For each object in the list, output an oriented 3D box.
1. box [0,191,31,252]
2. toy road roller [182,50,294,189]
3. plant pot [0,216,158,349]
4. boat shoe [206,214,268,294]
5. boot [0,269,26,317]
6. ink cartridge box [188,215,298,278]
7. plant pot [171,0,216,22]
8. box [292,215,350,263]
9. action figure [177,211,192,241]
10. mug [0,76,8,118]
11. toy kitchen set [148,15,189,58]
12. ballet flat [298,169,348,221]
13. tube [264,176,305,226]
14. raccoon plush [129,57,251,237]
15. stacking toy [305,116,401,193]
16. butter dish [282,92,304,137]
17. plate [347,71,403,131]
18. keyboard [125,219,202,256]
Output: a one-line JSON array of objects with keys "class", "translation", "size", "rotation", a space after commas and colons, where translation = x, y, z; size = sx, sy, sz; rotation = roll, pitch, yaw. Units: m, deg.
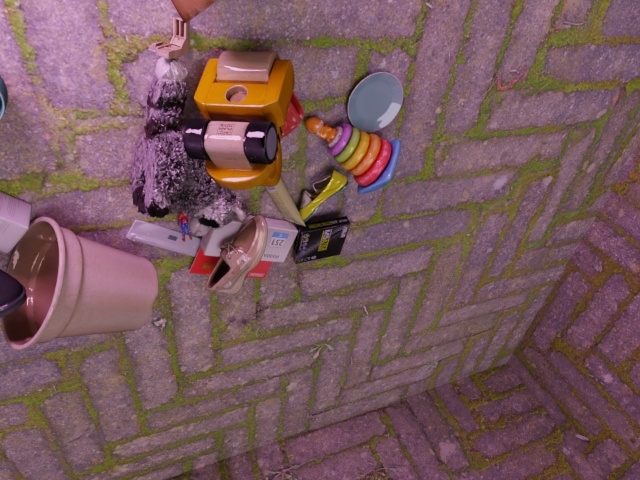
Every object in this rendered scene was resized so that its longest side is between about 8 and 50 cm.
[{"class": "box", "translation": [-0.792, -0.046, 1.123], "size": [0.102, 0.101, 0.087], "rotation": [-43, 135, 15]}, {"class": "toy road roller", "translation": [-0.179, -0.276, 1.112], "size": [0.203, 0.329, 0.240], "rotation": [6, 157, 11]}, {"class": "plant pot", "translation": [-0.640, 0.131, 1.243], "size": [0.334, 0.334, 0.305], "rotation": [-49, 145, 17]}, {"class": "boat shoe", "translation": [-0.259, 0.047, 1.389], "size": [0.098, 0.109, 0.302], "rotation": [10, 125, -39]}, {"class": "boot", "translation": [-0.858, -0.050, 0.961], "size": [0.367, 0.146, 0.445], "rotation": [14, 126, 3]}, {"class": "ink cartridge box", "translation": [-0.256, 0.039, 1.507], "size": [0.296, 0.066, 0.261], "rotation": [7, 122, -36]}, {"class": "plant pot", "translation": [-0.254, -0.600, 0.858], "size": [0.237, 0.237, 0.254], "rotation": [-37, 121, 5]}, {"class": "box", "translation": [0.000, 0.000, 1.612], "size": [0.184, 0.045, 0.190], "rotation": [-9, 145, -19]}, {"class": "action figure", "translation": [-0.415, -0.053, 1.376], "size": [0.038, 0.030, 0.115], "rotation": [-14, 129, -25]}, {"class": "mug", "translation": [-0.725, -0.318, 0.920], "size": [0.129, 0.097, 0.157], "rotation": [-21, 135, -10]}, {"class": "toy kitchen set", "translation": [-0.349, -0.463, 1.021], "size": [0.068, 0.083, 0.075], "rotation": [20, 127, 8]}, {"class": "ballet flat", "translation": [-0.012, -0.149, 1.478], "size": [0.231, 0.077, 0.077], "rotation": [-38, 113, 23]}, {"class": "tube", "translation": [-0.123, -0.135, 1.433], "size": [0.062, 0.070, 0.240], "rotation": [-22, 133, 6]}, {"class": "raccoon plush", "translation": [-0.303, -0.210, 1.185], "size": [0.299, 0.216, 0.446], "rotation": [1, 128, -39]}, {"class": "stacking toy", "translation": [0.081, -0.287, 1.368], "size": [0.302, 0.165, 0.175], "rotation": [27, 156, -24]}, {"class": "butter dish", "translation": [-0.121, -0.334, 1.219], "size": [0.160, 0.118, 0.160], "rotation": [-35, 136, 3]}, {"class": "plate", "translation": [0.163, -0.420, 1.366], "size": [0.188, 0.024, 0.188], "rotation": [-15, 133, -16]}, {"class": "keyboard", "translation": [-0.466, -0.002, 1.408], "size": [0.256, 0.014, 0.072], "rotation": [20, 112, -40]}]
